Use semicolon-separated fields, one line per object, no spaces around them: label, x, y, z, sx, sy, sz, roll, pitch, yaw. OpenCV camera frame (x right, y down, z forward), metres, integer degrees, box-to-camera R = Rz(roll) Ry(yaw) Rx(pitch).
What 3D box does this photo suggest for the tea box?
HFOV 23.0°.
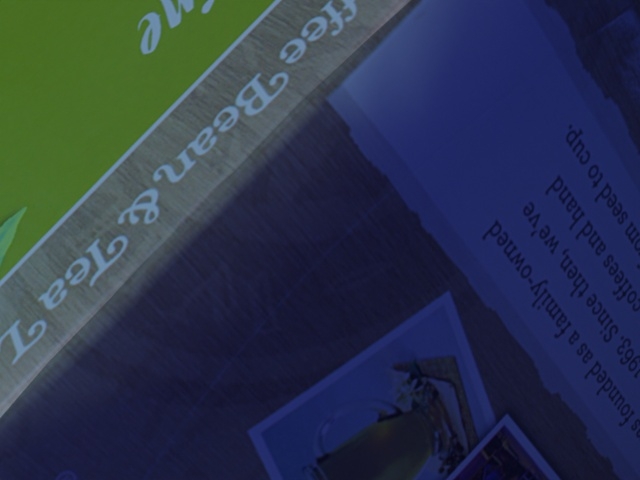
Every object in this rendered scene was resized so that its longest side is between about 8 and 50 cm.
tea box;-0.020;0.021;0.563;0.220;0.329;0.323;-46;41;-7
